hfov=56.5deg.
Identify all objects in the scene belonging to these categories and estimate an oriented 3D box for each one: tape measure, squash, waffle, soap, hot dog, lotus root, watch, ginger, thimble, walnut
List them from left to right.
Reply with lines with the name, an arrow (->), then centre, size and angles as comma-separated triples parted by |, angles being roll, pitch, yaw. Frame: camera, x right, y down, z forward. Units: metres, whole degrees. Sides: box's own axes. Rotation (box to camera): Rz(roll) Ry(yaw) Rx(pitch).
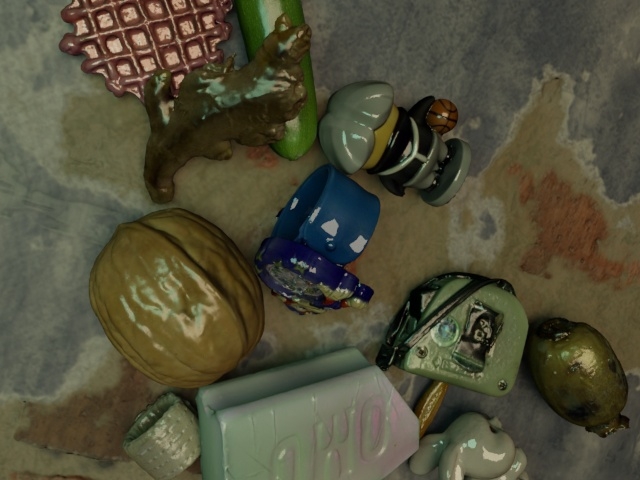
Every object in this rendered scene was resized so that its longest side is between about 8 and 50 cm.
waffle -> -0.250, -0.308, 0.854 | 0.234, 0.055, 0.221 | 28, 90, -17
thimble -> -0.237, 0.301, 0.916 | 0.115, 0.102, 0.090 | -43, 104, -8
walnut -> -0.199, 0.080, 0.842 | 0.225, 0.225, 0.261 | -40, 101, -8
ginger -> -0.141, -0.188, 0.837 | 0.333, 0.080, 0.166 | -24, 108, 21
squash -> -0.070, -0.307, 0.884 | 0.101, 0.101, 0.379 | -14, 99, -14
soap -> -0.009, 0.297, 0.924 | 0.346, 0.115, 0.208 | -8, 107, -31
watch -> -0.001, -0.004, 0.912 | 0.171, 0.196, 0.200 | 35, 66, -27
hot dog -> 0.196, 0.292, 1.076 | 0.044, 0.028, 0.137 | 26, 92, -43
tape measure -> 0.231, 0.148, 1.014 | 0.235, 0.115, 0.207 | 18, 86, -11
lotus root -> 0.478, 0.263, 1.092 | 0.154, 0.154, 0.278 | -36, 108, -9

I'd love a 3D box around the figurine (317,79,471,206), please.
figurine -> 0.115, -0.162, 0.938 | 0.236, 0.133, 0.176 | 21, 96, -19

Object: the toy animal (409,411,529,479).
toy animal -> 0.277, 0.412, 1.065 | 0.178, 0.127, 0.193 | -39, 108, -6
